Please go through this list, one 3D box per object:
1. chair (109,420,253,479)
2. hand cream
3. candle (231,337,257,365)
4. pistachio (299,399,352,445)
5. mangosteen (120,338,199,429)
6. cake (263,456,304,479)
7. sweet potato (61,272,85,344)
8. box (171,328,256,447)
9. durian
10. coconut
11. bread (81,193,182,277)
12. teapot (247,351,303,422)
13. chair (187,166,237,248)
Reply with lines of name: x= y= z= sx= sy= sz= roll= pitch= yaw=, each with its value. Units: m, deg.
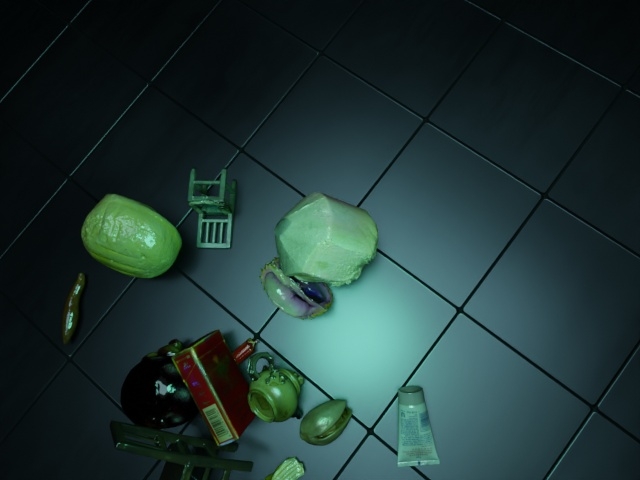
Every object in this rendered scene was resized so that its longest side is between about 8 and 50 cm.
chair: x=-0.450 y=0.721 z=1.402 sx=0.416 sy=0.203 sz=0.240 roll=23 pitch=81 yaw=-26
hand cream: x=0.305 y=0.598 z=1.505 sx=0.133 sy=0.083 sz=0.247 roll=-4 pitch=89 yaw=7
candle: x=-0.270 y=0.388 z=1.627 sx=0.131 sy=0.052 sz=0.052 roll=-41 pitch=76 yaw=-3
pistachio: x=0.016 y=0.588 z=1.522 sx=0.185 sy=0.124 sz=0.124 roll=-29 pitch=76 yaw=-16
mangosteen: x=-0.514 y=0.471 z=1.549 sx=0.288 sy=0.233 sz=0.287 roll=-7 pitch=79 yaw=36
cake: x=-0.144 y=0.775 z=1.502 sx=0.185 sy=0.116 sz=0.079 roll=-34 pitch=74 yaw=4
sweet potato: x=-0.919 y=0.250 z=1.737 sx=0.057 sy=0.057 sz=0.264 roll=1 pitch=77 yaw=8
box: x=-0.328 y=0.462 z=1.503 sx=0.089 sy=0.197 sz=0.313 roll=-27 pitch=90 yaw=15
durian: x=-0.091 y=0.175 z=1.614 sx=0.186 sy=0.154 sz=0.260 roll=-42 pitch=78 yaw=20
coconut: x=0.000 y=0.000 z=1.517 sx=0.310 sy=0.297 sz=0.297 roll=12 pitch=77 yaw=-30
bread: x=-0.650 y=-0.006 z=1.628 sx=0.321 sy=0.320 sz=0.237 roll=17 pitch=74 yaw=10
teapot: x=-0.140 y=0.480 z=1.541 sx=0.173 sy=0.182 sz=0.269 roll=-24 pitch=94 yaw=45
chair: x=-0.396 y=-0.116 z=1.701 sx=0.136 sy=0.147 sz=0.270 roll=2 pitch=77 yaw=7
